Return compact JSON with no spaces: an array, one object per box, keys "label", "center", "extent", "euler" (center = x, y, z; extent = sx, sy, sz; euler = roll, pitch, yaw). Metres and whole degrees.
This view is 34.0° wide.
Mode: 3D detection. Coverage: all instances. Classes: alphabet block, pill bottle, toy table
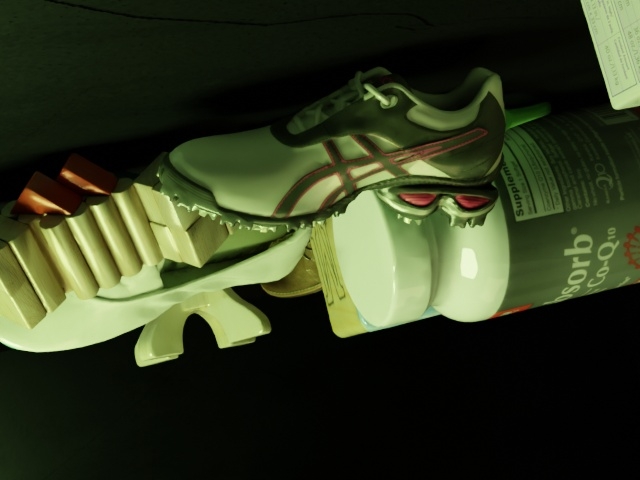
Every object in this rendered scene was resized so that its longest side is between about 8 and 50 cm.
[{"label":"alphabet block","center":[0.101,0.011,1.352],"extent":[0.192,0.193,0.197],"euler":[-11,174,-12]},{"label":"pill bottle","center":[0.210,-0.027,1.148],"extent":[0.363,0.210,0.210],"euler":[-12,174,-18]},{"label":"toy table","center":[-0.192,0.090,1.590],"extent":[0.252,0.160,0.274],"euler":[-19,171,43]}]

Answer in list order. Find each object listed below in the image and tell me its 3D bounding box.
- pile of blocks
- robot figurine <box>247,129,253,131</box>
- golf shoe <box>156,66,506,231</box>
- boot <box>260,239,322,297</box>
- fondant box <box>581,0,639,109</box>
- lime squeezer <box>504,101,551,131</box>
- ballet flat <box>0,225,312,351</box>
[{"label":"pile of blocks","center":[-0.240,-0.015,0.859],"extent":[0.362,0.149,0.112],"euler":[-22,132,-7]},{"label":"robot figurine","center":[-0.017,-0.069,0.907],"extent":[0.101,0.067,0.115],"euler":[3,167,-27]},{"label":"golf shoe","center":[0.011,-0.077,0.795],"extent":[0.273,0.120,0.105],"euler":[-4,-149,-18]},{"label":"boot","center":[0.000,0.000,1.573],"extent":[0.305,0.112,0.115],"euler":[-25,152,35]},{"label":"fondant box","center":[0.331,-0.176,0.563],"extent":[0.238,0.096,0.330],"euler":[-12,173,-19]},{"label":"lime squeezer","center":[0.123,-0.101,0.991],"extent":[0.310,0.058,0.110],"euler":[-12,174,-24]},{"label":"ballet flat","center":[-0.167,0.007,1.126],"extent":[0.400,0.139,0.139],"euler":[-14,176,-40]}]
